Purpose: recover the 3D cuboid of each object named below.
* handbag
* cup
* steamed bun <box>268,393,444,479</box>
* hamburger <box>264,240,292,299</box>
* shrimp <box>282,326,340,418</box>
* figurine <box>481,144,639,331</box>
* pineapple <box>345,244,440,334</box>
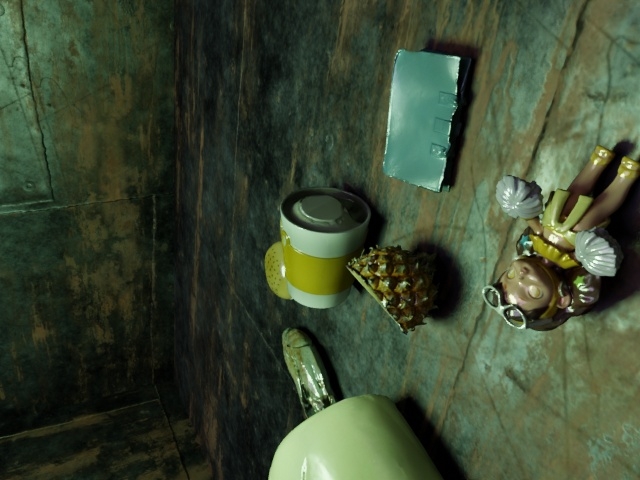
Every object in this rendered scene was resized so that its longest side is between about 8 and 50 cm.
[{"bbox_3d":[0.175,-0.200,0.891,0.144,0.057,0.221,36,128,48],"label":"handbag"},{"bbox_3d":[0.000,0.000,1.163,0.241,0.185,0.226,-105,16,-55],"label":"cup"},{"bbox_3d":[0.051,0.547,1.074,0.371,0.289,0.456,58,144,39],"label":"steamed bun"},{"bbox_3d":[-0.067,0.070,1.328,0.175,0.136,0.176,31,125,59],"label":"hamburger"},{"bbox_3d":[-0.028,0.386,1.414,0.360,0.085,0.247,-126,30,-47],"label":"shrimp"},{"bbox_3d":[0.296,0.004,0.655,0.175,0.115,0.240,46,130,44],"label":"figurine"},{"bbox_3d":[0.150,0.064,0.940,0.161,0.136,0.176,50,178,-24],"label":"pineapple"}]
